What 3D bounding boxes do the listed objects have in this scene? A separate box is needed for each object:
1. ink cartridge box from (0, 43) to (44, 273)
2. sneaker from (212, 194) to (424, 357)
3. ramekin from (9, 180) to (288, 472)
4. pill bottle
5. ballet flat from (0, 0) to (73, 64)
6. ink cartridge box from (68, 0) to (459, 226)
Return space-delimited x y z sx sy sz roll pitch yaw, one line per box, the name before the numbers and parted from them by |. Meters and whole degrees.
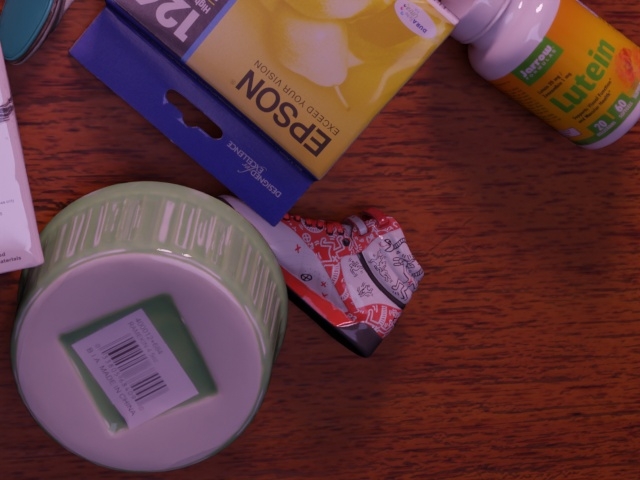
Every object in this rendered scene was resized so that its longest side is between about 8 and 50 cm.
ink cartridge box | -0.367 -0.115 1.350 0.115 0.198 0.273 -12 106 -14
sneaker | 0.000 0.000 1.557 0.270 0.090 0.145 42 77 -16
ramekin | -0.186 0.102 1.439 0.303 0.148 0.303 0 113 -1
pill bottle | 0.259 -0.223 1.553 0.246 0.136 0.136 32 92 -21
ballet flat | -0.279 -0.283 1.407 0.068 0.072 0.213 -6 121 -54
ink cartridge box | -0.067 -0.215 1.412 0.303 0.072 0.307 40 101 -5
